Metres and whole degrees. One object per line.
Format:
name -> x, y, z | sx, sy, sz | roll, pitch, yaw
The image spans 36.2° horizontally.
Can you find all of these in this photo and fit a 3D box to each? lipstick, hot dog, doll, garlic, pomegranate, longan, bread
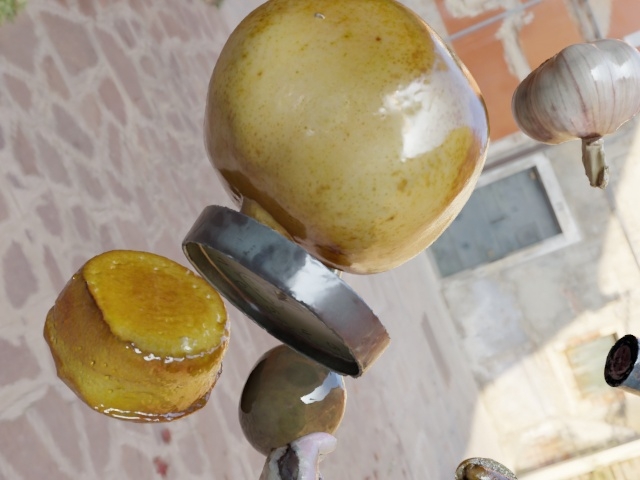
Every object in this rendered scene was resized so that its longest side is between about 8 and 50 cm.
lipstick -> 0.385, 0.158, 0.935 | 0.234, 0.053, 0.053 | 24, 25, -10
hot dog -> 0.211, 0.292, 1.102 | 0.140, 0.060, 0.090 | 36, 16, -13
doll -> -0.038, 0.337, 1.318 | 0.192, 0.095, 0.149 | 108, -9, -53
garlic -> 0.454, -0.209, 1.673 | 0.245, 0.245, 0.253 | 5, 67, -76
pomegranate -> 0.023, -0.141, 1.332 | 0.417, 0.417, 0.416 | -22, 90, -78
longan -> -0.045, 0.252, 1.541 | 0.189, 0.189, 0.189 | -22, 90, -78
bread -> -0.285, 0.152, 1.591 | 0.312, 0.172, 0.312 | 21, 34, -15

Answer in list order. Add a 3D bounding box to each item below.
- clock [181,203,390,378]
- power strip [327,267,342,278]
clock -> -0.035, 0.051, 0.906 | 0.215, 0.042, 0.215 | 34, -16, 11
power strip -> 0.000, 0.000, 1.575 | 0.034, 0.092, 0.267 | 41, 61, -72
